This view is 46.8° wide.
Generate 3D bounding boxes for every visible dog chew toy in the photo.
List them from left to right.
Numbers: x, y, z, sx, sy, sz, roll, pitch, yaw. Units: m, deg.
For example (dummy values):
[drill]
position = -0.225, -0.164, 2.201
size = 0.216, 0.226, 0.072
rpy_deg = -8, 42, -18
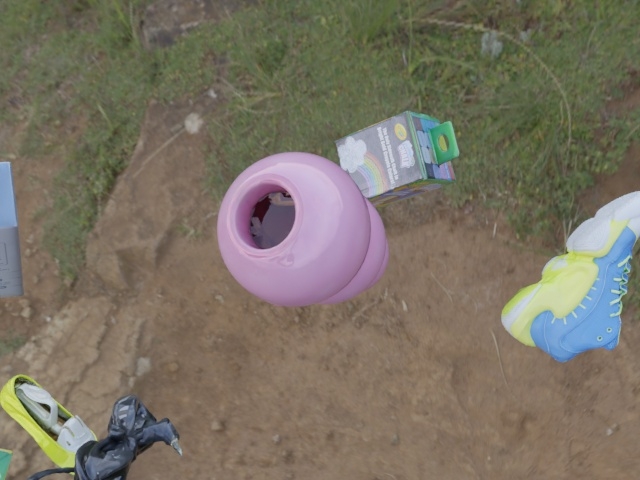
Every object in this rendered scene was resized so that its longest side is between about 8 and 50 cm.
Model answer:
[dog chew toy]
position = 0.000, 0.000, 1.053
size = 0.207, 0.332, 0.206
rpy_deg = -5, 77, 25

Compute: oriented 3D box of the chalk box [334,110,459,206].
[chalk box]
position = 0.158, -0.153, 1.362
size = 0.213, 0.132, 0.132
rpy_deg = -17, 82, 32

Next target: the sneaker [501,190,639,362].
[sneaker]
position = 0.344, 0.055, 0.912
size = 0.126, 0.091, 0.240
rpy_deg = 43, 111, 2

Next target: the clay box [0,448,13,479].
[clay box]
position = -0.530, 0.396, 1.129
size = 0.053, 0.222, 0.127
rpy_deg = 22, 57, -22

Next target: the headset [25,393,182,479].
[headset]
position = -0.175, 0.314, 0.505
size = 0.244, 0.185, 0.393
rpy_deg = 11, 101, -2

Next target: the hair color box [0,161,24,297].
[hair color box]
position = -0.600, 0.003, 1.230
size = 0.186, 0.374, 0.113
rpy_deg = -6, 72, -23

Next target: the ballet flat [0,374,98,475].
[ballet flat]
position = -0.442, 0.308, 1.235
size = 0.231, 0.077, 0.077
rpy_deg = 38, 122, 8
